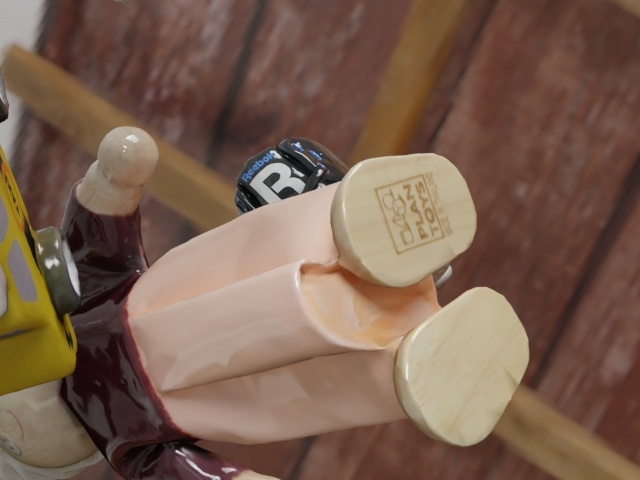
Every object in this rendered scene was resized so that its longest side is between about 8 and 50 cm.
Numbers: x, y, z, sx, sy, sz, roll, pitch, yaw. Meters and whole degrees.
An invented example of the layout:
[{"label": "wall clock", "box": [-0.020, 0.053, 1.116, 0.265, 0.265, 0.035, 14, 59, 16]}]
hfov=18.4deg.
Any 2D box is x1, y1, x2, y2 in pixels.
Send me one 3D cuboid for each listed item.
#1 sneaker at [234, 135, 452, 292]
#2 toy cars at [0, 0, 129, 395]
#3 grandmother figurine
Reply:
[{"label": "sneaker", "box": [0.000, 0.000, 1.023, 0.079, 0.121, 0.217, -48, -6, 2]}, {"label": "toy cars", "box": [-0.097, -0.073, 0.666, 0.393, 0.176, 0.087, -57, 30, 28]}, {"label": "grandmother figurine", "box": [-0.066, 0.050, 0.916, 0.104, 0.207, 0.342, -11, -7, -43]}]
